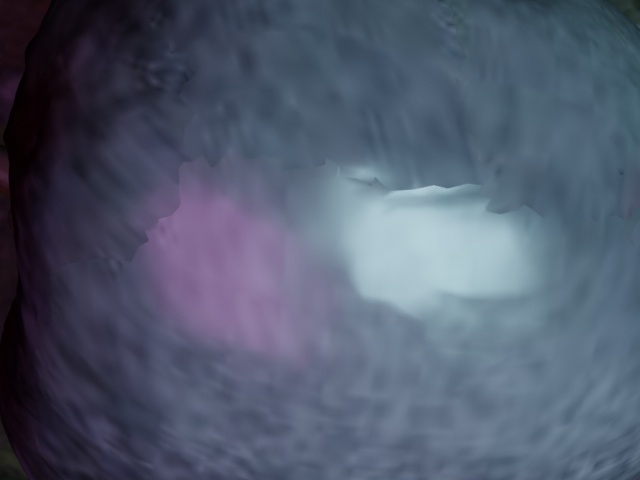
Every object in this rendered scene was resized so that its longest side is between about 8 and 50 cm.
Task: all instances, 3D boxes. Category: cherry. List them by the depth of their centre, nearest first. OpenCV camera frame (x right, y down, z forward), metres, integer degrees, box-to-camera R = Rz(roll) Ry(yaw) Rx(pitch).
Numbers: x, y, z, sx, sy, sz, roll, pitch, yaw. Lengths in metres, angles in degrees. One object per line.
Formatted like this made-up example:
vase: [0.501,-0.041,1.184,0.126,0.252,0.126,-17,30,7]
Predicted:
cherry: [0.000,0.000,0.651,0.296,0.218,0.255,7,125,-9]
